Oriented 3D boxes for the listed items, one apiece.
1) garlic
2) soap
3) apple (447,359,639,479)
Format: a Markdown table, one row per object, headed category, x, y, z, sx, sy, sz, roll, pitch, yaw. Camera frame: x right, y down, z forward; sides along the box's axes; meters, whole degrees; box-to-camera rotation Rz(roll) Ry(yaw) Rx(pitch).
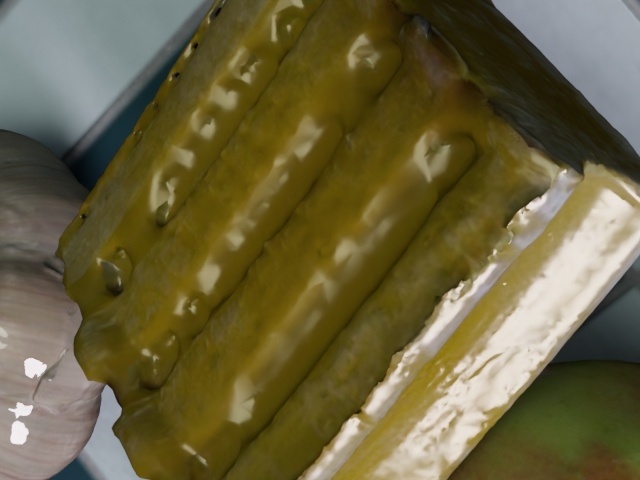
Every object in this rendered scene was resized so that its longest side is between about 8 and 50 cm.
| category | x | y | z | sx | sy | sz | roll | pitch | yaw |
| --- | --- | --- | --- | --- | --- | --- | --- | --- | --- |
| garlic | -0.284 | 0.063 | 1.072 | 0.322 | 0.241 | 0.322 | 12 | 109 | 36 |
| soap | 0.000 | 0.000 | 0.815 | 0.335 | 0.156 | 0.293 | -55 | 46 | 22 |
| apple | 0.178 | 0.239 | 0.878 | 0.319 | 0.319 | 0.277 | 53 | 149 | 3 |
